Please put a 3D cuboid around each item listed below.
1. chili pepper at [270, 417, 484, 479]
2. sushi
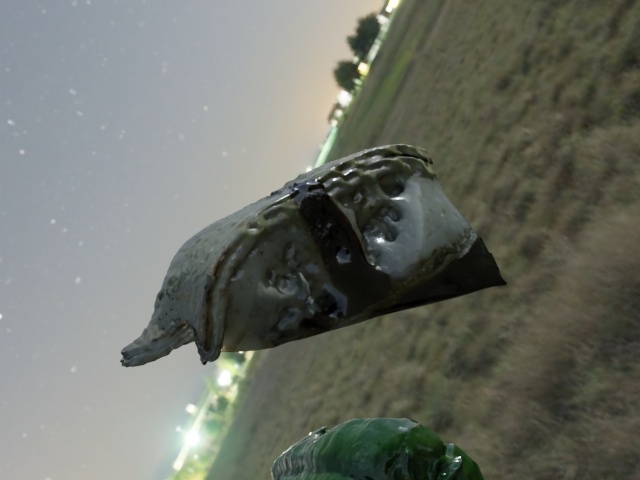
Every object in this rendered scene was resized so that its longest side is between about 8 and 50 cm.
[{"bbox_3d":[0.043,0.293,0.891,0.168,0.213,0.385,-62,3,-21],"label":"chili pepper"},{"bbox_3d":[-0.016,0.001,0.608,0.134,0.272,0.109,-170,69,-67],"label":"sushi"}]
